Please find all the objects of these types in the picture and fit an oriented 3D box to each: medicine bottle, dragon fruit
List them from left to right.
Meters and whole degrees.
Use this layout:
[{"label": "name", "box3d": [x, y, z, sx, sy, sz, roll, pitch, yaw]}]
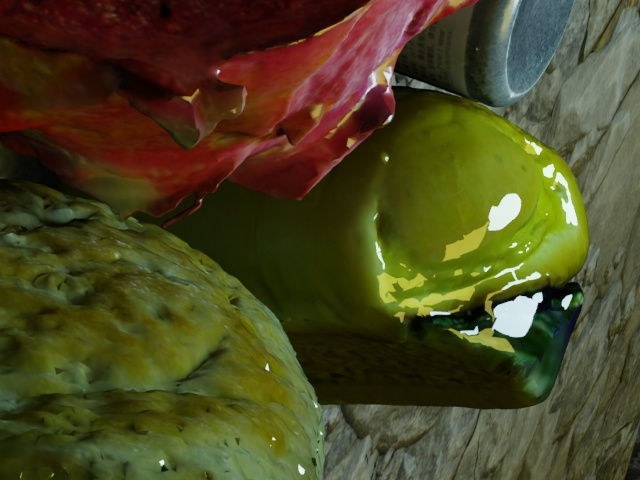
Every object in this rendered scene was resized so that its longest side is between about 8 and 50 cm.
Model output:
[{"label": "dragon fruit", "box3d": [-0.082, -0.171, 1.055, 0.249, 0.371, 0.386, 92, -3, -56]}, {"label": "medicine bottle", "box3d": [0.019, -0.200, 1.324, 0.141, 0.293, 0.141, -51, 154, -37]}]

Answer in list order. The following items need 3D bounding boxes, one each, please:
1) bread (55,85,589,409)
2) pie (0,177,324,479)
[{"label": "bread", "box3d": [0.000, 0.000, 1.328, 0.251, 0.376, 0.208, 25, 74, -41]}, {"label": "pie", "box3d": [-0.180, 0.075, 0.956, 0.395, 0.418, 0.180, -34, 136, -70]}]
